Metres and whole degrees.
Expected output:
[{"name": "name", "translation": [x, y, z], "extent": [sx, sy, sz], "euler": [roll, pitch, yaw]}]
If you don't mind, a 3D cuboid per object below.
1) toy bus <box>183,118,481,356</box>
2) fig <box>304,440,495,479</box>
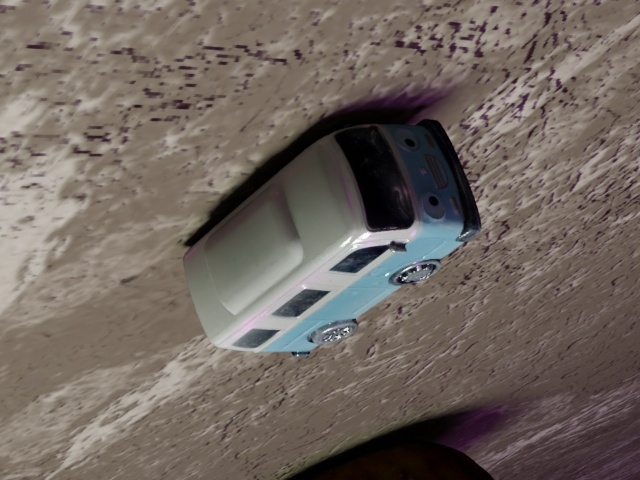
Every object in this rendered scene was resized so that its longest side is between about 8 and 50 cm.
[{"name": "toy bus", "translation": [0.000, 0.000, 0.610], "extent": [0.075, 0.060, 0.123], "euler": [1, 151, -43]}, {"name": "fig", "translation": [0.055, 0.277, 1.189], "extent": [0.235, 0.214, 0.235], "euler": [-46, 165, -16]}]
